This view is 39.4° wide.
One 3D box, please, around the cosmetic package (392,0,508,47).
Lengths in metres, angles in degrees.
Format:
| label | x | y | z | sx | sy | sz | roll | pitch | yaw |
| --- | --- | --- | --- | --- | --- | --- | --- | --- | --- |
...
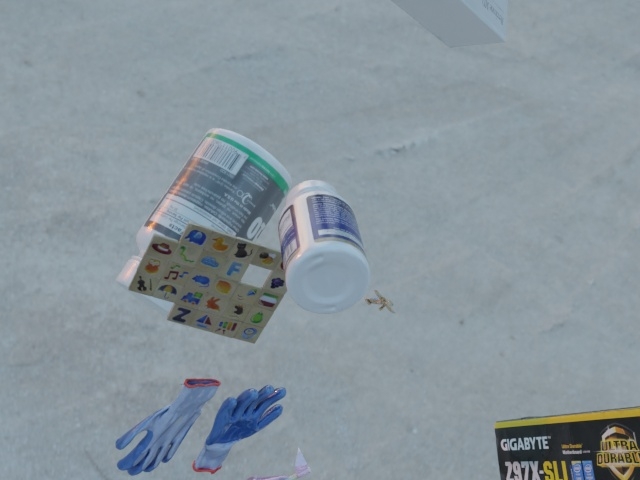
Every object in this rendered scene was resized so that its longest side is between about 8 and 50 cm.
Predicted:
| label | x | y | z | sx | sy | sz | roll | pitch | yaw |
| --- | --- | --- | --- | --- | --- | --- | --- | --- | --- |
| cosmetic package | 0.137 | -0.436 | 1.111 | 0.098 | 0.284 | 0.377 | 4 | -5 | 31 |

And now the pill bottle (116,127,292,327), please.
| label | x | y | z | sx | sy | sz | roll | pitch | yaw |
| --- | --- | --- | --- | --- | --- | --- | --- | --- | --- |
| pill bottle | -0.230 | -0.024 | 1.759 | 0.204 | 0.204 | 0.361 | 29 | 77 | 16 |

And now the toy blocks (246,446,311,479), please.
| label | x | y | z | sx | sy | sz | roll | pitch | yaw |
| --- | --- | --- | --- | --- | --- | --- | --- | --- | --- |
| toy blocks | -0.088 | 0.444 | 1.108 | 0.260 | 0.309 | 0.288 | -26 | 73 | 5 |

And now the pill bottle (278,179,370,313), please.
| label | x | y | z | sx | sy | sz | roll | pitch | yaw |
| --- | --- | --- | --- | --- | --- | --- | --- | --- | --- |
| pill bottle | 0.000 | 0.000 | 1.036 | 0.094 | 0.094 | 0.169 | 6 | 32 | -11 |

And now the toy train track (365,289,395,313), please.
| label | x | y | z | sx | sy | sz | roll | pitch | yaw |
| --- | --- | --- | --- | --- | --- | --- | --- | --- | --- |
| toy train track | 0.087 | 0.097 | 1.371 | 0.014 | 0.083 | 0.048 | -43 | 104 | -17 |

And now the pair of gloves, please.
| label | x | y | z | sx | sy | sz | roll | pitch | yaw |
| --- | --- | --- | --- | --- | --- | --- | --- | --- | --- |
| pair of gloves | -0.135 | 0.216 | 1.017 | 0.198 | 0.159 | 0.023 | 12 | 33 | -46 |

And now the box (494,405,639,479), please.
| label | x | y | z | sx | sy | sz | roll | pitch | yaw |
| --- | --- | --- | --- | --- | --- | --- | --- | --- | --- |
| box | 0.378 | 0.196 | 0.882 | 0.322 | 0.257 | 0.079 | 0 | 78 | -20 |

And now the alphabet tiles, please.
| label | x | y | z | sx | sy | sz | roll | pitch | yaw |
| --- | --- | --- | --- | --- | --- | --- | --- | --- | --- |
| alphabet tiles | -0.172 | 0.067 | 1.418 | 0.237 | 0.198 | 0.009 | 18 | 33 | -21 |
